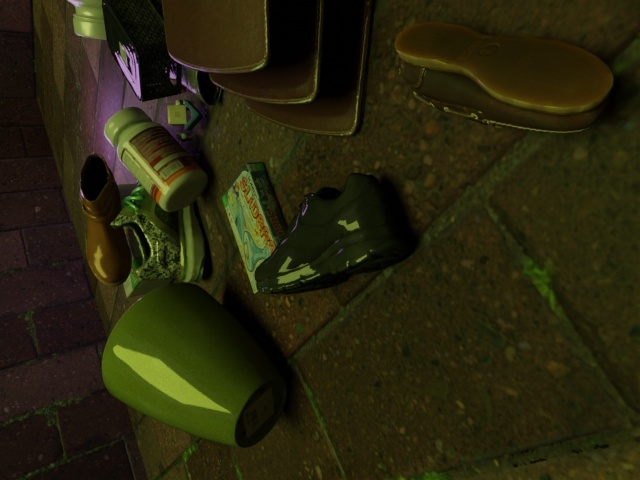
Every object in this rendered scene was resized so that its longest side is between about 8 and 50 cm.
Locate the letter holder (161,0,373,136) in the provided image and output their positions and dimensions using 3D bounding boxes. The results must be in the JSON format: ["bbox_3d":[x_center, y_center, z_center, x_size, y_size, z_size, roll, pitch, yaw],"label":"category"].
[{"bbox_3d":[-0.088,-0.258,0.627,0.302,0.152,0.214,29,124,47],"label":"letter holder"}]

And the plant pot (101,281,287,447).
[{"bbox_3d":[-0.218,0.263,0.890,0.293,0.275,0.274,22,118,32],"label":"plant pot"}]

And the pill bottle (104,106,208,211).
[{"bbox_3d":[-0.357,-0.178,0.990,0.221,0.121,0.121,47,138,9],"label":"pill bottle"}]

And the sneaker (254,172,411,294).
[{"bbox_3d":[0.000,0.000,0.634,0.286,0.109,0.130,-25,73,44],"label":"sneaker"}]

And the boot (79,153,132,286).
[{"bbox_3d":[-0.517,-0.047,1.097,0.220,0.109,0.283,133,132,-62],"label":"boot"}]

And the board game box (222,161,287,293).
[{"bbox_3d":[-0.111,-0.020,0.822,0.136,0.035,0.201,-39,68,51],"label":"board game box"}]

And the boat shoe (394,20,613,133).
[{"bbox_3d":[0.153,-0.139,0.406,0.207,0.073,0.073,44,170,43],"label":"boat shoe"}]

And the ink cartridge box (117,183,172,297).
[{"bbox_3d":[-0.517,-0.001,1.313,0.201,0.117,0.278,-34,72,52],"label":"ink cartridge box"}]

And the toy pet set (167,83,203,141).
[{"bbox_3d":[-0.282,-0.276,0.983,0.114,0.065,0.122,-102,11,-80],"label":"toy pet set"}]

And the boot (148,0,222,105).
[{"bbox_3d":[-0.266,-0.381,0.898,0.208,0.076,0.189,43,146,48],"label":"boot"}]

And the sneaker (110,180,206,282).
[{"bbox_3d":[-0.401,-0.085,1.075,0.158,0.182,0.410,-31,74,53],"label":"sneaker"}]

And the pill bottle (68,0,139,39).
[{"bbox_3d":[-0.504,-0.649,1.051,0.188,0.188,0.334,37,128,43],"label":"pill bottle"}]

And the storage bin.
[{"bbox_3d":[-0.349,-0.377,0.895,0.180,0.084,0.122,56,150,20],"label":"storage bin"}]
